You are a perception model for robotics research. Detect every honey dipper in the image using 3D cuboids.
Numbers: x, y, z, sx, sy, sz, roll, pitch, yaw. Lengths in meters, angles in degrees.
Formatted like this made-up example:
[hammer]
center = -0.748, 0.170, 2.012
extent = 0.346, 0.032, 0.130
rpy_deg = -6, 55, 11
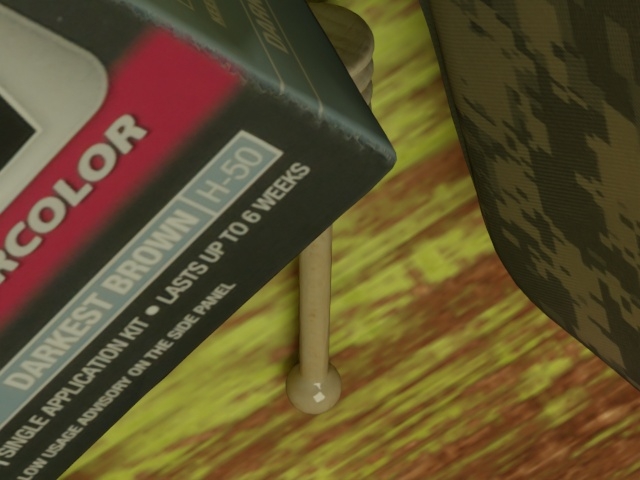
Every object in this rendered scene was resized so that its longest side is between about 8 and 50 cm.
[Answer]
[honey dipper]
center = 0.000, 0.000, 0.544
extent = 0.030, 0.030, 0.160
rpy_deg = -18, 142, -13

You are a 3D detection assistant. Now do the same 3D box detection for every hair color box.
[hair color box]
center = -0.181, -0.052, 0.315
extent = 0.185, 0.113, 0.374
rpy_deg = -44, 138, 19

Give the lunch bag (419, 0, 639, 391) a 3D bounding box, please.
[lunch bag]
center = 0.172, -0.089, 0.421
extent = 0.256, 0.212, 0.305
rpy_deg = -39, 143, -13
